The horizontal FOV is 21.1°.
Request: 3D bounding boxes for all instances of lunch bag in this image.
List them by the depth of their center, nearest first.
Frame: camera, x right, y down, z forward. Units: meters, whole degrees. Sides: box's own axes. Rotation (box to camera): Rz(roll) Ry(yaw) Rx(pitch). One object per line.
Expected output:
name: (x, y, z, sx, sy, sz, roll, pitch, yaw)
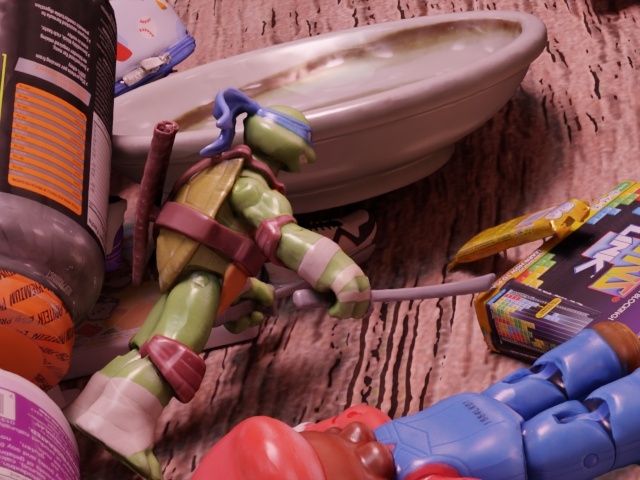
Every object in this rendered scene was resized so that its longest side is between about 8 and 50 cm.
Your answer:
lunch bag: (-0.260, -0.150, 1.660, 0.243, 0.115, 0.303, -36, 12, -32)

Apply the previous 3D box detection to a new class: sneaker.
sneaker: (0.000, 0.000, 1.378, 0.109, 0.044, 0.040, -33, 29, -26)
sneaker: (-0.206, -0.004, 1.443, 0.068, 0.071, 0.170, -7, 9, -19)

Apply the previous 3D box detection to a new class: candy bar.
candy bar: (0.143, -0.004, 1.256, 0.040, 0.018, 0.161, -36, 7, -26)

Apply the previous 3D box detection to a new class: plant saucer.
plant saucer: (0.000, -0.098, 1.440, 0.400, 0.100, 0.400, -13, 14, 3)

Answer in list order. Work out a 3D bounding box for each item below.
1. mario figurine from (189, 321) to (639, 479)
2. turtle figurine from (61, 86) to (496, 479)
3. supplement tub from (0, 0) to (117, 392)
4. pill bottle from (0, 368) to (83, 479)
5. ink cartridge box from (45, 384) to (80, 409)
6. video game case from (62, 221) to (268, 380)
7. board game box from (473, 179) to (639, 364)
mario figurine: (0.063, 0.163, 1.011, 0.320, 0.170, 0.198, -16, -10, -16)
turtle figurine: (-0.039, 0.060, 1.193, 0.198, 0.275, 0.266, 27, 76, 45)
supplement tub: (-0.249, -0.051, 1.250, 0.193, 0.193, 0.316, -11, 55, 15)
pill bottle: (-0.218, 0.211, 1.008, 0.169, 0.169, 0.301, -20, 28, 0)
ink cartridge box: (-0.250, 0.146, 1.255, 0.104, 0.060, 0.180, -12, 29, 14)
video game case: (-0.152, 0.039, 1.422, 0.227, 0.026, 0.206, -13, 28, 12)
board game box: (0.214, 0.029, 1.186, 0.170, 0.048, 0.141, -36, 31, -28)
